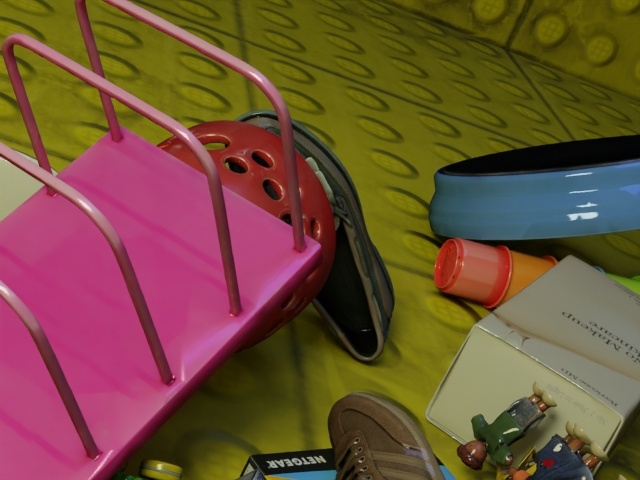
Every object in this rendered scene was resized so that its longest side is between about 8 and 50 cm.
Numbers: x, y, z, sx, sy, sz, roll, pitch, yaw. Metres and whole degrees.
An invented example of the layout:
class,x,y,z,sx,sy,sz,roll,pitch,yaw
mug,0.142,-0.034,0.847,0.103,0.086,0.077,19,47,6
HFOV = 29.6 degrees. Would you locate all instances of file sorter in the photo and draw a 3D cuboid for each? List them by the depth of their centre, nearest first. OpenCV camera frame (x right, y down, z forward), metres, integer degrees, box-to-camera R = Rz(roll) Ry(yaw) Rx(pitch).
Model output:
class,x,y,z,sx,sy,sz,roll,pitch,yaw
file sorter,-0.172,0.004,0.758,0.202,0.182,0.290,30,60,26

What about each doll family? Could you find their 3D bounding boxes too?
class,x,y,z,sx,sy,sz,roll,pitch,yaw
doll family,0.179,0.202,0.976,0.076,0.111,0.193,52,-1,-24

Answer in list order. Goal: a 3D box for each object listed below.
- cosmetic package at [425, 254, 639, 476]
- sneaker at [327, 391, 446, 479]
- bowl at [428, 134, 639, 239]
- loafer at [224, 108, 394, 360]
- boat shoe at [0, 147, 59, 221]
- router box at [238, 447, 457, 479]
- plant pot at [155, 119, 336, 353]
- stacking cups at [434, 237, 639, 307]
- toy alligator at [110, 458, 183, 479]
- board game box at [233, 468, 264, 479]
class,x,y,z,sx,sy,sz,roll,pitch,yaw
cosmetic package,0.244,0.127,1.193,0.160,0.113,0.309,32,23,17
sneaker,0.043,0.172,0.828,0.071,0.066,0.188,5,32,-37
bowl,0.324,-0.073,1.486,0.391,0.077,0.391,-8,8,1
loafer,0.000,0.000,1.110,0.267,0.096,0.084,57,16,-32
boat shoe,-0.318,-0.038,0.964,0.255,0.095,0.079,-2,7,4
router box,0.042,0.210,0.891,0.179,0.046,0.133,3,32,-41
plant pot,-0.103,0.010,0.998,0.191,0.191,0.174,30,26,11
stacking cups,0.283,0.071,1.404,0.316,0.096,0.096,12,26,-17
toy alligator,-0.108,0.179,0.810,0.190,0.056,0.051,18,-17,-15
board game box,-0.097,0.201,0.649,0.060,0.194,0.194,66,23,-6
